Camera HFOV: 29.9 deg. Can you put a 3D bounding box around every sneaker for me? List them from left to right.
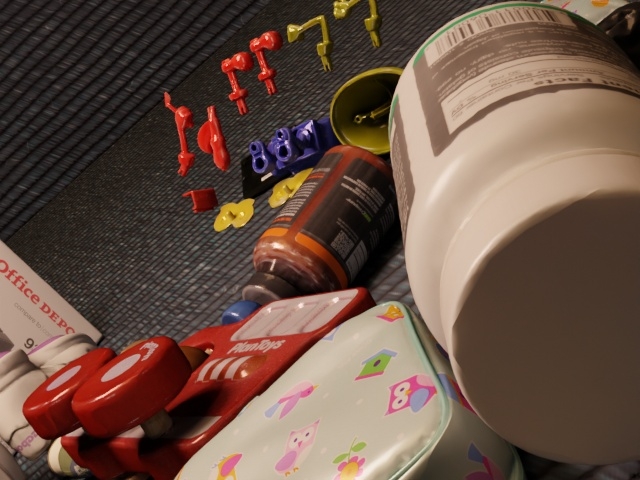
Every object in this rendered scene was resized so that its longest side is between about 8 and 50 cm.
[{"bbox_3d":[-0.339,0.206,1.513,0.114,0.152,0.305,-43,-6,12],"label":"sneaker"},{"bbox_3d":[-0.225,0.196,1.370,0.086,0.064,0.192,-2,44,53],"label":"sneaker"}]

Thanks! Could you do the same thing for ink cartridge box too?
[{"bbox_3d":[-0.495,0.183,1.702,0.129,0.223,0.307,-21,29,49],"label":"ink cartridge box"}]

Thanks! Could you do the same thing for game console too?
[{"bbox_3d":[-0.054,-0.118,1.772,0.122,0.071,0.107,-31,52,36],"label":"game console"}]

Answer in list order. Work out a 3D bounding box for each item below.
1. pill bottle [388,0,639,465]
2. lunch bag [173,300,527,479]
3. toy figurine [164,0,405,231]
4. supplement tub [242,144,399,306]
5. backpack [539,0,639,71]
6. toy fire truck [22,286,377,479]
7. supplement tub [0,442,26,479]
[{"bbox_3d":[0.153,-0.023,0.799,0.204,0.204,0.361,-38,19,16],"label":"pill bottle"},{"bbox_3d":[-0.001,0.189,0.813,0.279,0.108,0.224,-43,23,8],"label":"lunch bag"},{"bbox_3d":[0.017,-0.153,1.436,0.363,0.191,0.217,-24,-7,36],"label":"toy figurine"},{"bbox_3d":[0.000,0.000,1.239,0.106,0.106,0.198,-16,32,56],"label":"supplement tub"},{"bbox_3d":[0.236,-0.152,1.061,0.152,0.115,0.182,-46,15,0],"label":"backpack"},{"bbox_3d":[-0.104,0.139,1.081,0.254,0.169,0.302,-39,14,-31],"label":"toy fire truck"},{"bbox_3d":[-0.448,0.300,1.333,0.228,0.228,0.316,-49,18,-16],"label":"supplement tub"}]
